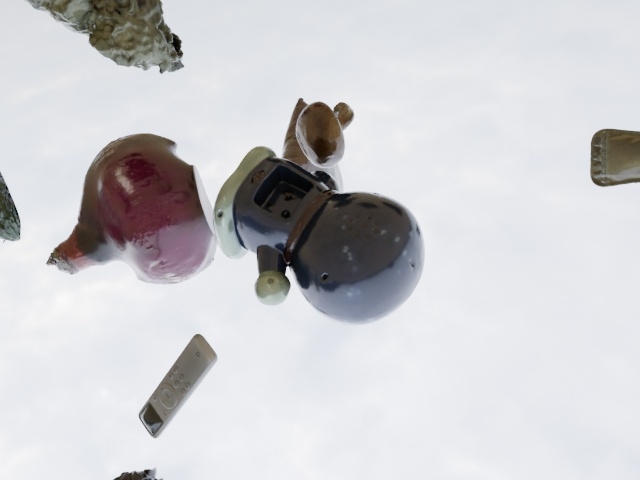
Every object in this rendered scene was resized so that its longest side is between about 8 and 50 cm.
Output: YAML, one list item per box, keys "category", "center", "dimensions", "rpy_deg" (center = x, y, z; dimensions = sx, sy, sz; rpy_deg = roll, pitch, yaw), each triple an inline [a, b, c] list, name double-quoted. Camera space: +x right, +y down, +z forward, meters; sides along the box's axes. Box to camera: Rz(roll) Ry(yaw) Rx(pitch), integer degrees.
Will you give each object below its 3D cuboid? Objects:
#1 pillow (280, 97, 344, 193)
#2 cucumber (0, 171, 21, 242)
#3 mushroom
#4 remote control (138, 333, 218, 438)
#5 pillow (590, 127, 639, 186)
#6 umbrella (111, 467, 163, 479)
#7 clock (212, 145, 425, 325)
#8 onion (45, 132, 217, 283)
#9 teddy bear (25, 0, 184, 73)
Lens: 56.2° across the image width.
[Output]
- category: "pillow"
  center: [-0.012, -0.153, 1.487]
  dimensions: [0.109, 0.307, 0.305]
  rpy_deg: [-11, -141, 15]
- category: "cucumber"
  center: [-0.624, -0.117, 1.092]
  dimensions: [0.077, 0.265, 0.077]
  rpy_deg: [-17, -172, 3]
- category: "mushroom"
  center: [0.005, -0.146, 0.793]
  dimensions: [0.073, 0.088, 0.129]
  rpy_deg: [-11, -152, 20]
- category: "remote control"
  center: [-0.276, 0.280, 1.131]
  dimensions: [0.067, 0.261, 0.029]
  rpy_deg: [48, -152, 20]
- category: "pillow"
  center: [0.688, -0.177, 1.274]
  dimensions: [0.218, 0.130, 0.033]
  rpy_deg: [6, -169, 39]
- category: "umbrella"
  center: [-0.327, 0.578, 1.152]
  dimensions: [0.122, 0.110, 0.272]
  rpy_deg: [-2, -117, -35]
- category: "clock"
  center: [0.000, 0.000, 0.693]
  dimensions: [0.243, 0.146, 0.199]
  rpy_deg: [27, -120, 17]
- category: "onion"
  center: [-0.477, -0.049, 1.469]
  dimensions: [0.420, 0.398, 0.398]
  rpy_deg: [-21, -146, -16]
- category: "teddy bear"
  center: [-0.416, -0.486, 1.186]
  dimensions: [0.368, 0.224, 0.357]
  rpy_deg: [35, -149, -1]
